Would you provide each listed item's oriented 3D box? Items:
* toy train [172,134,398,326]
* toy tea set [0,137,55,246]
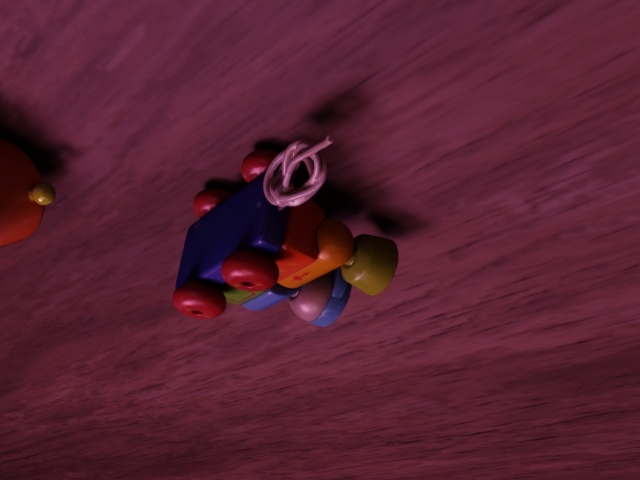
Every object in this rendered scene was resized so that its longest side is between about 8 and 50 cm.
[{"bbox_3d":[0.000,0.000,0.779,0.143,0.105,0.248,21,153,-25],"label":"toy train"},{"bbox_3d":[-0.384,-0.050,0.906,0.336,0.124,0.200,35,117,7],"label":"toy tea set"}]
